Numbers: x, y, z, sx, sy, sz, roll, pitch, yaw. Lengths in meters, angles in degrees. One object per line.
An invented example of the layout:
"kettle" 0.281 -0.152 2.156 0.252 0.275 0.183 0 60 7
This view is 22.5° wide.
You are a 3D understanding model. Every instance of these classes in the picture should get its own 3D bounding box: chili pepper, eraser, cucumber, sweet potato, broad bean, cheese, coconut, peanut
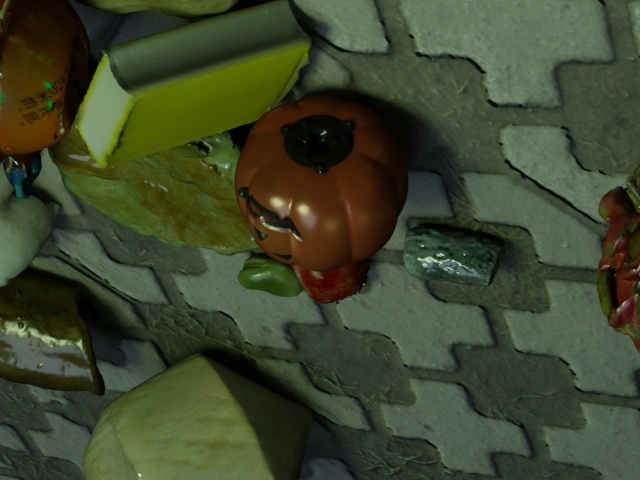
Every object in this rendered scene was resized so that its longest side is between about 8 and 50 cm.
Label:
"chili pepper" 0.000 0.000 1.872 0.084 0.086 0.192 33 162 30
"eraser" -0.130 -0.158 1.648 0.069 0.226 0.158 60 149 17
"cucumber" 0.152 0.018 1.825 0.112 0.064 0.064 7 141 22
"sweet potato" -0.458 0.109 2.253 0.369 0.158 0.158 16 144 13
"broad bean" -0.060 0.045 2.009 0.083 0.045 0.063 15 146 3
"cheese" -0.313 -0.156 1.681 0.129 0.217 0.329 14 156 1
"coconut" -0.156 0.302 2.214 0.328 0.329 0.329 17 144 13
"peanut" -0.172 -0.270 1.632 0.214 0.090 0.099 10 152 24

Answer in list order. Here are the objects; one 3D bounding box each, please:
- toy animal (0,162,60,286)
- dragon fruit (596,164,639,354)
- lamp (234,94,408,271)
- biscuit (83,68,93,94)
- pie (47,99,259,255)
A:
"toy animal" -0.449 -0.080 2.028 0.140 0.138 0.282 -8 126 29
"dragon fruit" 0.394 0.031 1.522 0.263 0.314 0.296 24 149 37
"lamp" 0.002 -0.055 1.717 0.187 0.188 0.164 14 145 17
"biscuit" -0.365 -0.241 1.838 0.236 0.039 0.180 44 146 -23
"pie" -0.184 -0.081 1.881 0.306 0.071 0.306 13 150 8
